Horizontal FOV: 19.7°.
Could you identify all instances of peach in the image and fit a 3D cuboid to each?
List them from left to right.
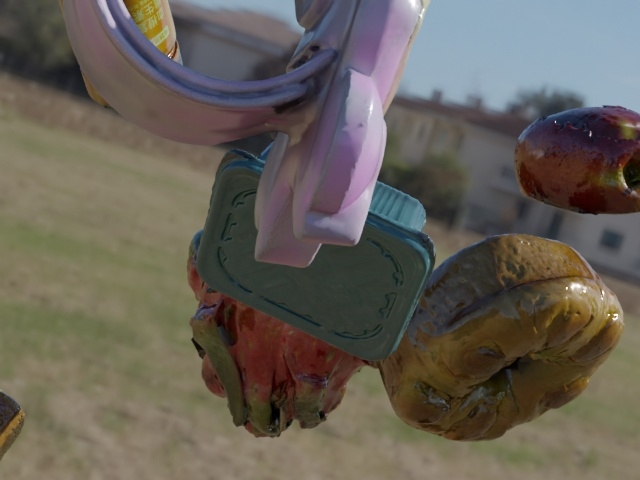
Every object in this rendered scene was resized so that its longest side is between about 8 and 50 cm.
[{"bbox_3d":[0.259,-0.083,1.779,0.127,0.092,0.172,-17,26,-37],"label":"peach"}]

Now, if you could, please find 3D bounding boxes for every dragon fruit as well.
[{"bbox_3d":[-0.030,0.062,2.006,0.231,0.302,0.237,2,-9,-8],"label":"dragon fruit"}]

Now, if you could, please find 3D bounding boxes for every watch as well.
[{"bbox_3d":[-0.058,-0.131,1.161,0.218,0.248,0.211,21,-14,-11],"label":"watch"}]

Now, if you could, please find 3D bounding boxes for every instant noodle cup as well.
[{"bbox_3d":[0.000,0.000,1.432,0.179,0.157,0.070,24,48,4],"label":"instant noodle cup"}]

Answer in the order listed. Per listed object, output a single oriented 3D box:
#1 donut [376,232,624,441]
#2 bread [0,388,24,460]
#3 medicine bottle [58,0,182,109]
[{"bbox_3d":[0.159,0.090,1.658,0.227,0.226,0.113,15,39,-46],"label":"donut"},{"bbox_3d":[-0.317,0.177,1.754,0.053,0.074,0.132,35,-11,0],"label":"bread"},{"bbox_3d":[-0.187,-0.221,1.648,0.096,0.192,0.096,-7,38,6],"label":"medicine bottle"}]
